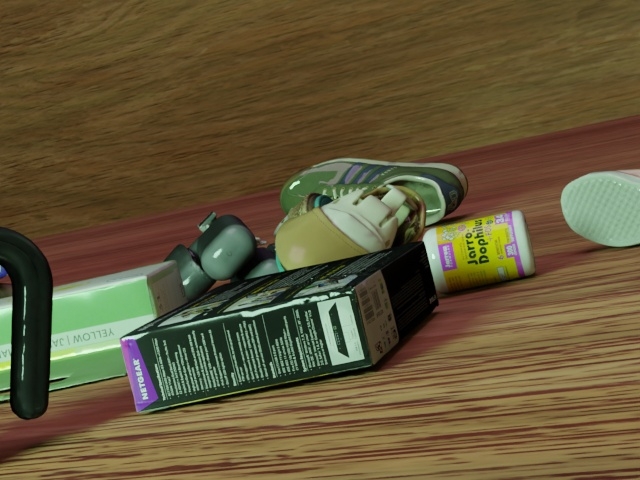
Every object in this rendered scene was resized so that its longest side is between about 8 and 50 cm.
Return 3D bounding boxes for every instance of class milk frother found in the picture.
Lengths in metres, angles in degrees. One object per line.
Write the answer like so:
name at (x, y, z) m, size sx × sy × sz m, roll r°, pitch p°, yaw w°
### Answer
milk frother at (-0.218, 0.050, 0.823) m, size 0.129 × 0.134 × 0.143 m, roll 1°, pitch -5°, yaw -41°

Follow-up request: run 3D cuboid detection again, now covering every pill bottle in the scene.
pill bottle at (0.094, 0.009, 1.026) m, size 0.083 × 0.043 × 0.043 m, roll -13°, pitch 4°, yaw 9°

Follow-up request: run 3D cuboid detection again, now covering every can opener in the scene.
can opener at (-0.074, 0.026, 1.270) m, size 0.093 × 0.074 × 0.280 m, roll -48°, pitch 7°, yaw -6°

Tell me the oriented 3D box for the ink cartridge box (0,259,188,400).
ink cartridge box at (-0.196, 0.066, 1.119) m, size 0.171 × 0.056 × 0.235 m, roll -12°, pitch 2°, yaw 6°

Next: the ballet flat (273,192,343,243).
ballet flat at (0.000, 0.000, 1.320) m, size 0.067 × 0.073 × 0.206 m, roll -21°, pitch -6°, yaw 14°

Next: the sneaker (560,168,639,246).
sneaker at (0.231, -0.027, 1.058) m, size 0.134 × 0.051 × 0.070 m, roll -4°, pitch 8°, yaw 45°

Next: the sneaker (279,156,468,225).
sneaker at (0.047, -0.043, 1.581) m, size 0.192 × 0.064 × 0.086 m, roll -3°, pitch 17°, yaw 11°

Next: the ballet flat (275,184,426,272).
ballet flat at (0.027, -0.008, 1.134) m, size 0.073 × 0.080 × 0.232 m, roll -52°, pitch -6°, yaw 13°

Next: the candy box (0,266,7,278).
candy box at (-0.502, -0.025, 1.527) m, size 0.317 × 0.268 × 0.122 m, roll -24°, pitch 4°, yaw -19°

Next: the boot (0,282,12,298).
boot at (-0.317, 0.070, 1.542) m, size 0.118 × 0.042 × 0.087 m, roll -17°, pitch 12°, yaw -32°

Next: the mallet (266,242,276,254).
mallet at (0.030, -0.018, 1.659) m, size 0.190 × 0.039 × 0.062 m, roll -23°, pitch 12°, yaw -40°

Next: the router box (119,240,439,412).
router box at (-0.016, 0.045, 0.894) m, size 0.133 × 0.046 × 0.179 m, roll -12°, pitch 4°, yaw 17°
